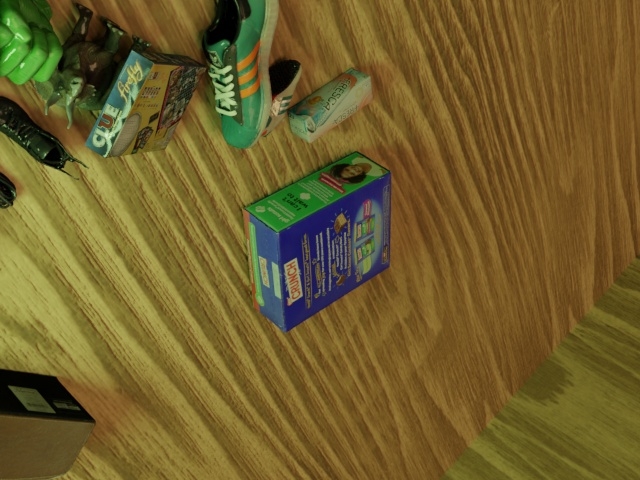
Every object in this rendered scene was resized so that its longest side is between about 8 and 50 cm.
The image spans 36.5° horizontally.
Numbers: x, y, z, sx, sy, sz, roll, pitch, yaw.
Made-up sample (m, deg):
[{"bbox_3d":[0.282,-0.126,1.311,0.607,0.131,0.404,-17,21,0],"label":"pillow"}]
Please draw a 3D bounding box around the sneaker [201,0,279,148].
[{"bbox_3d":[-0.156,-0.305,1.687,0.121,0.108,0.302,-11,115,-42],"label":"sneaker"}]

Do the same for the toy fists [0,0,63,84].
[{"bbox_3d":[-0.445,-0.312,1.253,0.096,0.142,0.279,-22,142,20],"label":"toy fists"}]

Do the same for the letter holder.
[{"bbox_3d":[-0.575,0.342,1.630,0.302,0.152,0.214,21,101,-52],"label":"letter holder"}]

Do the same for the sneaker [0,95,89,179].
[{"bbox_3d":[-0.437,-0.156,1.485,0.051,0.089,0.170,-53,142,-7],"label":"sneaker"}]

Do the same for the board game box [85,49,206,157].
[{"bbox_3d":[-0.274,-0.219,1.552,0.165,0.042,0.243,-60,174,13],"label":"board game box"}]

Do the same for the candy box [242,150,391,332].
[{"bbox_3d":[0.000,0.000,2.047,0.317,0.122,0.268,-30,136,-32],"label":"candy box"}]

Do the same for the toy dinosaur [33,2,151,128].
[{"bbox_3d":[-0.349,-0.263,1.507,0.160,0.121,0.313,-59,174,6],"label":"toy dinosaur"}]

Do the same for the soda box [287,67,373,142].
[{"bbox_3d":[0.022,-0.271,1.936,0.183,0.058,0.063,-38,138,-25],"label":"soda box"}]

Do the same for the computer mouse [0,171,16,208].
[{"bbox_3d":[-0.564,-0.031,1.425,0.262,0.060,0.184,-53,142,-24],"label":"computer mouse"}]

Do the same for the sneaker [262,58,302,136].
[{"bbox_3d":[-0.084,-0.266,1.836,0.161,0.057,0.075,-58,159,-2],"label":"sneaker"}]
